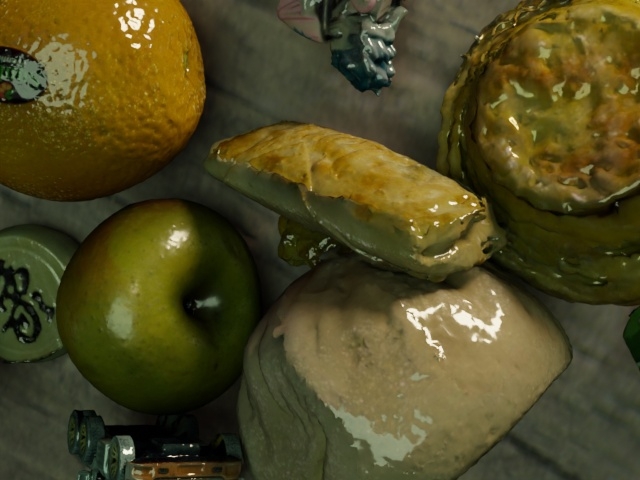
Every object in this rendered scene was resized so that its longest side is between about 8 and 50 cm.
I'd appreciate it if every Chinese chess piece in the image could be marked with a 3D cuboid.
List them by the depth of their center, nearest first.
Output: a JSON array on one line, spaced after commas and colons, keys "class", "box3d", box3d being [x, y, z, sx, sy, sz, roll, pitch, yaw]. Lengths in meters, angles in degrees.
[{"class": "Chinese chess piece", "box3d": [-0.298, 0.055, 0.907, 0.144, 0.058, 0.144, 2, 101, 13]}]

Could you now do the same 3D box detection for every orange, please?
[{"class": "orange", "box3d": [-0.218, -0.142, 0.775, 0.236, 0.236, 0.236, 2, 100, 13]}]

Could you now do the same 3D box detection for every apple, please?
[{"class": "apple", "box3d": [-0.148, 0.061, 0.810, 0.157, 0.196, 0.196, -8, 99, 51]}]

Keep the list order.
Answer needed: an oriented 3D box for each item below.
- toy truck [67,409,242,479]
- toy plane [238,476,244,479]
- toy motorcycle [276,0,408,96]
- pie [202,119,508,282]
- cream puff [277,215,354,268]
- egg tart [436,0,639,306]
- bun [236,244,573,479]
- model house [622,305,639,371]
[{"class": "toy truck", "box3d": [-0.156, 0.227, 0.780, 0.108, 0.257, 0.140, 6, 85, -26]}, {"class": "toy plane", "box3d": [-0.128, 0.313, 0.906, 0.162, 0.065, 0.171, 12, 105, 13]}, {"class": "toy motorcycle", "box3d": [0.049, -0.229, 0.755, 0.239, 0.108, 0.204, -14, 91, 40]}, {"class": "pie", "box3d": [0.017, -0.048, 0.727, 0.282, 0.129, 0.068, 25, 129, 42]}, {"class": "cream puff", "box3d": [0.000, 0.000, 0.830, 0.083, 0.083, 0.058, -13, 137, 4]}, {"class": "egg tart", "box3d": [0.214, -0.087, 0.687, 0.294, 0.123, 0.293, -6, 79, 29]}, {"class": "bun", "box3d": [0.049, 0.108, 0.732, 0.205, 0.281, 0.281, 45, 106, 11]}, {"class": "model house", "box3d": [0.452, 0.121, 0.598, 0.324, 0.340, 0.300, 41, 108, -8]}]
